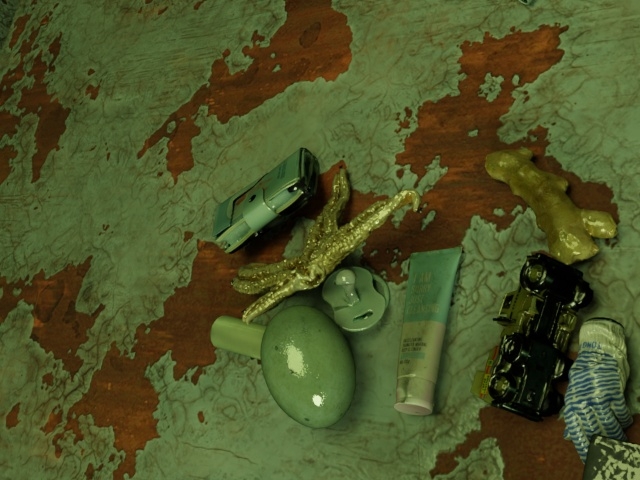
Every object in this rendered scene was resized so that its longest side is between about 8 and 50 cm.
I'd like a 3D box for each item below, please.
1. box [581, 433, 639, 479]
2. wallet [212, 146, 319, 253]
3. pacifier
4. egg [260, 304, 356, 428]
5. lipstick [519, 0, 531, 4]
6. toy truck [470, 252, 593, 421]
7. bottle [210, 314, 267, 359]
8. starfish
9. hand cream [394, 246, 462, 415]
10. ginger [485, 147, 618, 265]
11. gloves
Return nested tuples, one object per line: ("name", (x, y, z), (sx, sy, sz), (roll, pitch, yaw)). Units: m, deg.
("box", (0.462, 0.458, 1.158), (0.251, 0.204, 0.345), (6, 73, 40))
("wallet", (-0.118, -0.087, 1.952), (0.250, 0.075, 0.176), (-34, 25, 20))
("pacifier", (0.065, 0.095, 1.716), (0.126, 0.117, 0.150), (-18, 50, 0))
("egg", (-0.022, 0.232, 1.672), (0.169, 0.169, 0.237), (-27, 68, 25))
("lipstick", (0.433, -0.523, 1.789), (0.037, 0.037, 0.116), (33, 85, 43))
("toy truck", (0.339, 0.153, 1.464), (0.127, 0.127, 0.257), (11, 80, 63))
("bottle", (-0.132, 0.204, 1.841), (0.201, 0.072, 0.072), (9, 75, 40))
("starfish", (0.000, 0.000, 1.794), (0.432, 0.082, 0.324), (-42, 21, 11))
("hand cream", (0.188, 0.153, 1.622), (0.111, 0.070, 0.312), (-11, 58, 37))
("ginger", (0.385, -0.072, 1.578), (0.118, 0.065, 0.299), (-38, 50, 0))
("gloves", (0.423, 0.232, 1.389), (0.119, 0.097, 0.229), (148, 130, -61))
